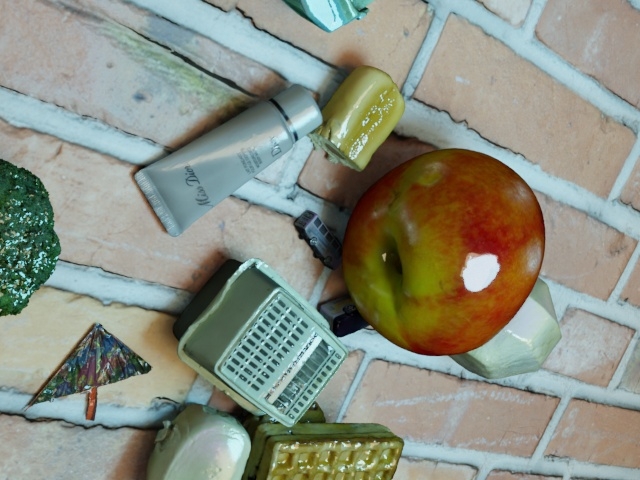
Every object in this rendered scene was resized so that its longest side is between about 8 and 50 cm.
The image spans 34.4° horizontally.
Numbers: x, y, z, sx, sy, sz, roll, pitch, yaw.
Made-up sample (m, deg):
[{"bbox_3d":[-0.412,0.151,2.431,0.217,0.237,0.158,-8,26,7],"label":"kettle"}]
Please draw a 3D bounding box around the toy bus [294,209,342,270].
[{"bbox_3d":[0.000,0.000,1.899,0.052,0.037,0.131,-51,134,-14],"label":"toy bus"}]

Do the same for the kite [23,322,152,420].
[{"bbox_3d":[-0.379,0.220,1.708,0.232,0.009,0.189,-10,119,-36],"label":"kite"}]

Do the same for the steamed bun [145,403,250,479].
[{"bbox_3d":[-0.237,0.404,1.826,0.152,0.170,0.239,26,92,-25],"label":"steamed bun"}]

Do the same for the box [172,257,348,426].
[{"bbox_3d":[-0.104,0.178,1.810,0.221,0.166,0.290,-51,135,-8],"label":"box"}]

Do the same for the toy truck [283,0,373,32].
[{"bbox_3d":[-0.009,-0.463,1.565,0.156,0.155,0.279,-36,132,-10],"label":"toy truck"}]

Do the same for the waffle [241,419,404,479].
[{"bbox_3d":[-0.001,0.448,1.942,0.307,0.091,0.213,6,107,-34],"label":"waffle"}]

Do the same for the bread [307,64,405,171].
[{"bbox_3d":[0.061,-0.216,1.802,0.173,0.085,0.134,-52,132,-4],"label":"bread"}]

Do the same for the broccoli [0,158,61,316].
[{"bbox_3d":[-0.482,0.009,1.375,0.269,0.270,0.270,-7,147,-38],"label":"broccoli"}]

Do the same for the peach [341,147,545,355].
[{"bbox_3d":[0.235,0.014,1.884,0.388,0.388,0.389,-20,124,-32],"label":"peach"}]

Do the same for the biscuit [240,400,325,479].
[{"bbox_3d":[-0.087,0.428,1.999,0.296,0.075,0.296,-29,131,-39],"label":"biscuit"}]

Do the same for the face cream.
[{"bbox_3d":[-0.143,-0.141,1.680,0.314,0.089,0.143,-34,131,-8],"label":"face cream"}]

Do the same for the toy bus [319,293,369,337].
[{"bbox_3d":[0.075,0.133,2.008,0.172,0.072,0.058,-20,125,-34],"label":"toy bus"}]

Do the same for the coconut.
[{"bbox_3d":[0.387,0.173,2.187,0.259,0.259,0.259,-20,124,-32],"label":"coconut"}]
